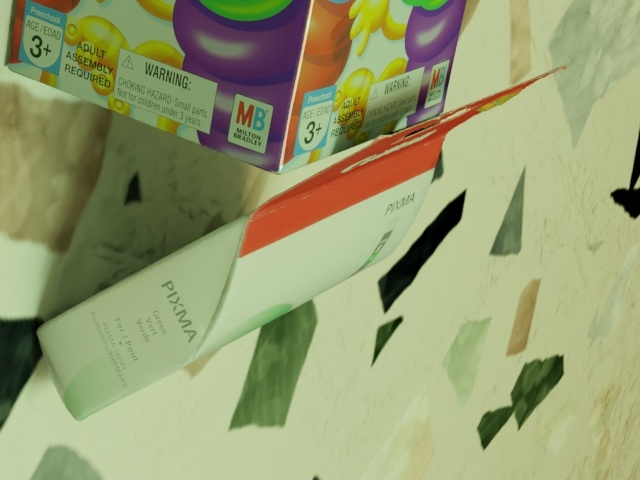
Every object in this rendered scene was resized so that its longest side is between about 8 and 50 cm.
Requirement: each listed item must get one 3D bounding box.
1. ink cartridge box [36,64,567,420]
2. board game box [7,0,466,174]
[{"bbox_3d":[0.000,0.000,0.827,0.181,0.225,0.056,-26,91,-54],"label":"ink cartridge box"},{"bbox_3d":[-0.013,-0.188,0.712,0.144,0.142,0.275,-25,132,-55],"label":"board game box"}]
